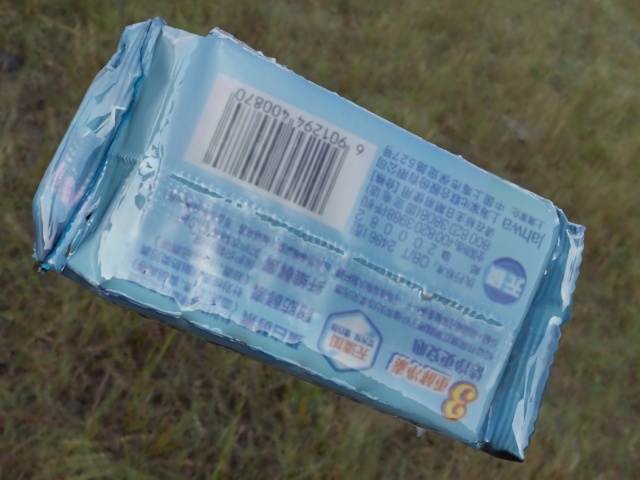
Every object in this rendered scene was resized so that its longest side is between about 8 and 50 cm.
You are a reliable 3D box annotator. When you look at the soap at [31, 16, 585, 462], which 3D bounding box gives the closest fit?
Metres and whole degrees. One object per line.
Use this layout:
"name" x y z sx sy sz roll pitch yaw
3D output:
"soap" 0.000 0.000 0.655 0.293 0.156 0.077 26 -8 -16
